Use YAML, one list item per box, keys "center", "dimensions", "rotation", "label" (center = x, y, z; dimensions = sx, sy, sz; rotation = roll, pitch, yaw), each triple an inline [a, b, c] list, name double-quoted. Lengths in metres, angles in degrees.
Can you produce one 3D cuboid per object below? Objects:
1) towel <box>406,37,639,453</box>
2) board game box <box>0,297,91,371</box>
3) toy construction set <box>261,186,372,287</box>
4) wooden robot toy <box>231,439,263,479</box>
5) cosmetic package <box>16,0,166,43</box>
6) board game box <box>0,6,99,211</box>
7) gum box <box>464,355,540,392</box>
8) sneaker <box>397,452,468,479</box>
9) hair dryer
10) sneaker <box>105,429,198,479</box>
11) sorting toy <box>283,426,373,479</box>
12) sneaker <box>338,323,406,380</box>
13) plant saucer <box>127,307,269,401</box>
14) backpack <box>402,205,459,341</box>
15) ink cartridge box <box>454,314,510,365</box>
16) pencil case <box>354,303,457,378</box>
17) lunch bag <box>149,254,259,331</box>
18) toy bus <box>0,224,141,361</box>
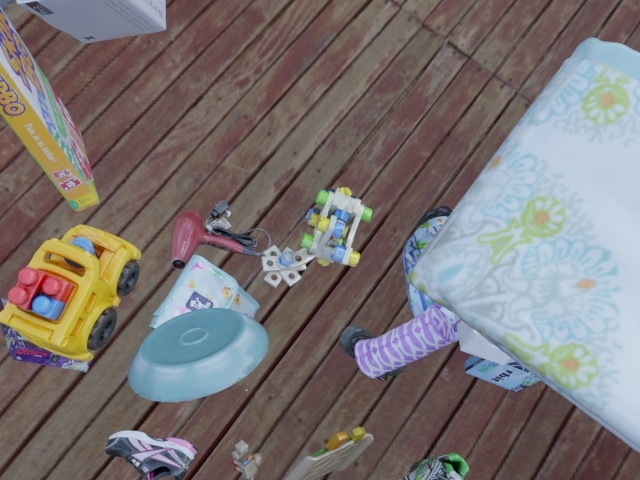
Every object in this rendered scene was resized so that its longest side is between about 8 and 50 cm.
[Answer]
- center: [0.323, 0.019, 0.590]
  dimensions: [0.374, 0.090, 0.320]
  rotation: [37, 89, 19]
  label: "towel"
- center: [-0.821, 0.274, 1.803]
  dimensions: [0.208, 0.347, 0.056]
  rotation: [27, 91, -39]
  label: "board game box"
- center: [0.000, 0.000, 1.342]
  dimensions: [0.151, 0.327, 0.215]
  rotation: [26, 60, -22]
  label: "toy construction set"
- center: [-0.204, 0.629, 1.753]
  dimensions: [0.079, 0.076, 0.173]
  rotation: [-32, 123, -38]
  label: "wooden robot toy"
- center: [-0.327, -0.408, 0.887]
  dimensions: [0.151, 0.151, 0.184]
  rotation: [-4, 86, 16]
  label: "cosmetic package"
- center: [-0.292, -0.151, 0.589]
  dimensions: [0.039, 0.259, 0.124]
  rotation: [-25, 56, -5]
  label: "board game box"
- center: [0.525, 0.352, 1.703]
  dimensions: [0.184, 0.157, 0.041]
  rotation: [24, 48, -14]
  label: "gum box"
- center: [0.273, 0.626, 1.547]
  dimensions: [0.146, 0.343, 0.134]
  rotation: [-40, 80, 27]
  label: "sneaker"
- center: [-0.291, -0.011, 1.644]
  dimensions: [0.223, 0.080, 0.293]
  rotation: [35, 44, 23]
  label: "hair dryer"
- center: [-0.327, 0.409, 1.149]
  dimensions: [0.178, 0.072, 0.077]
  rotation: [1, 48, 14]
  label: "sneaker"
- center: [0.031, 0.572, 1.643]
  dimensions: [0.229, 0.307, 0.041]
  rotation: [-5, 50, -39]
  label: "sorting toy"
- center: [0.147, 0.274, 1.373]
  dimensions: [0.087, 0.227, 0.130]
  rotation: [-52, 44, -3]
  label: "sneaker"
- center: [-0.103, 0.087, 0.507]
  dimensions: [0.119, 0.119, 0.021]
  rotation: [-16, 114, -10]
  label: "plant saucer"
- center: [0.339, 0.114, 1.615]
  dimensions: [0.273, 0.355, 0.290]
  rotation: [-23, 118, -4]
  label: "backpack"
- center: [0.287, 0.149, 1.074]
  dimensions: [0.088, 0.052, 0.122]
  rotation: [20, 33, -9]
  label: "ink cartridge box"
- center: [0.163, 0.198, 1.206]
  dimensions: [0.206, 0.086, 0.088]
  rotation: [-32, 54, 26]
  label: "pencil case"
- center: [-0.303, 0.188, 1.566]
  dimensions: [0.160, 0.262, 0.223]
  rotation: [15, 64, 31]
  label: "lunch bag"
- center: [-0.408, 0.066, 0.980]
  dimensions: [0.149, 0.211, 0.220]
  rotation: [21, 73, 5]
  label: "toy bus"
